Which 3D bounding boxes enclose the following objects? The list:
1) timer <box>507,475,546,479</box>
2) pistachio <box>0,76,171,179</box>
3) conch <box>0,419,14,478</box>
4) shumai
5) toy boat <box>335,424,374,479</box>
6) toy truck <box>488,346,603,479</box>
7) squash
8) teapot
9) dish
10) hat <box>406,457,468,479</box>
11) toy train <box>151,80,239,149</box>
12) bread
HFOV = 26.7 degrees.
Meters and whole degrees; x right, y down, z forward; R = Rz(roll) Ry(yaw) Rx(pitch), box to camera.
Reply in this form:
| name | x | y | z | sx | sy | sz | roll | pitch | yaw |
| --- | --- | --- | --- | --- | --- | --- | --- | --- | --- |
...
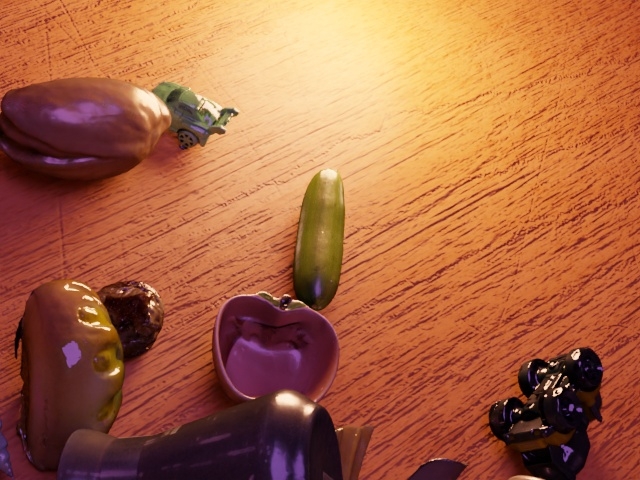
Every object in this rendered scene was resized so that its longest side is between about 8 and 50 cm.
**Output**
| name | x | y | z | sx | sy | sz | roll | pitch | yaw |
| --- | --- | --- | --- | --- | --- | --- | --- | --- | --- |
| timer | 0.305 | 0.512 | 2.036 | 0.175 | 0.175 | 0.266 | 33 | 66 | -1 |
| pistachio | -0.377 | -0.186 | 2.169 | 0.293 | 0.162 | 0.181 | -8 | 44 | -26 |
| conch | -0.482 | 0.268 | 1.867 | 0.180 | 0.088 | 0.065 | 47 | 7 | 18 |
| shumai | -0.291 | 0.105 | 2.054 | 0.123 | 0.105 | 0.139 | 38 | 25 | 7 |
| toy boat | 0.000 | 0.448 | 1.920 | 0.162 | 0.136 | 0.446 | 41 | 44 | -30 |
| toy truck | 0.399 | 0.292 | 2.237 | 0.165 | 0.147 | 0.224 | 55 | 45 | -14 |
| squash | -0.001 | 0.002 | 2.270 | 0.082 | 0.082 | 0.293 | 17 | 50 | -14 |
| teapot | -0.148 | 0.331 | 1.800 | 0.343 | 0.300 | 0.253 | -5 | 90 | 13 |
| dish | -0.081 | 0.185 | 2.096 | 0.213 | 0.090 | 0.213 | 12 | 56 | -18 |
| hat | 0.161 | 0.399 | 1.989 | 0.085 | 0.175 | 0.147 | 49 | 17 | 30 |
| toy train | -0.226 | -0.222 | 2.318 | 0.149 | 0.081 | 0.099 | 32 | 50 | -2 |
| bread | -0.343 | 0.195 | 1.906 | 0.158 | 0.156 | 0.261 | 0 | 100 | -24 |
